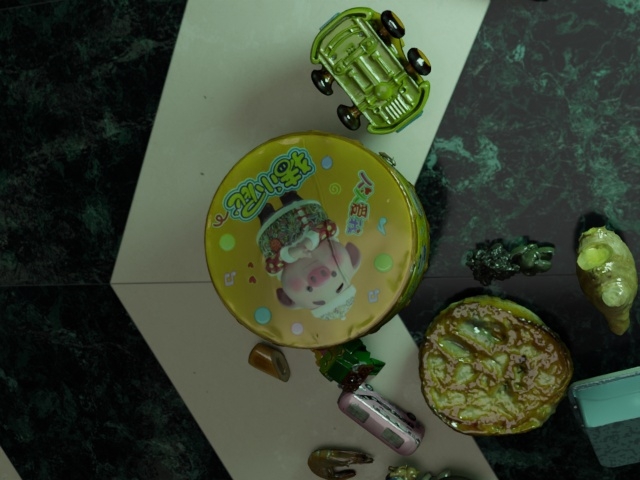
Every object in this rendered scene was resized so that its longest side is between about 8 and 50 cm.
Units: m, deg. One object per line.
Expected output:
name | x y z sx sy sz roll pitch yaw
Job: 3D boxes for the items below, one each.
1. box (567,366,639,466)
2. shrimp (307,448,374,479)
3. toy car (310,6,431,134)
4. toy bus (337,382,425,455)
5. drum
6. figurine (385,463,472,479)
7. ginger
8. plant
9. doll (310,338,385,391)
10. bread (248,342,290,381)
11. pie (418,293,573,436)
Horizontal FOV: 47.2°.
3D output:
box | 0.608 0.334 1.410 0.227 0.130 0.162 -19 121 19
shrimp | 0.049 0.523 1.688 0.163 0.045 0.095 -4 103 16
toy car | 0.102 -0.329 1.406 0.200 0.142 0.247 -32 102 22
toy bus | 0.133 0.386 1.603 0.203 0.090 0.063 35 112 7
drum | 0.000 0.000 1.436 0.432 0.214 0.430 0 89 16
figurine | 0.265 0.582 1.587 0.276 0.161 0.158 4 145 19
ginger | 0.529 0.057 1.351 0.102 0.216 0.157 -21 135 28
plant | 0.377 0.043 1.451 0.174 0.087 0.085 -7 76 15
doll | 0.039 0.240 1.583 0.186 0.134 0.106 39 115 12
bread | -0.111 0.275 1.673 0.103 0.049 0.062 24 118 9
pie | 0.350 0.255 1.507 0.316 0.092 0.314 3 99 17
